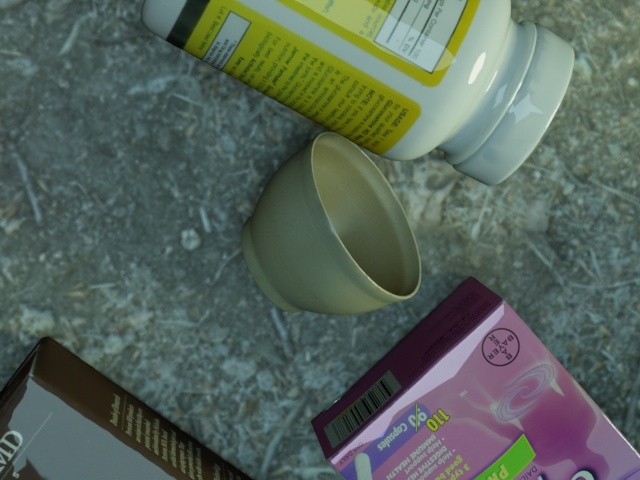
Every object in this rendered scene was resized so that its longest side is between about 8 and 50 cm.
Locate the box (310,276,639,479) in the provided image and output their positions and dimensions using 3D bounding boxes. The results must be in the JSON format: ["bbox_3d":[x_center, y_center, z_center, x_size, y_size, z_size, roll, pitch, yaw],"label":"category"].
[{"bbox_3d":[0.153,0.199,1.115,0.213,0.117,0.243,-42,102,0],"label":"box"}]

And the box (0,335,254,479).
[{"bbox_3d":[-0.154,0.279,1.078,0.381,0.143,0.191,36,93,-10],"label":"box"}]

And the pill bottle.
[{"bbox_3d":[0.035,-0.184,1.001,0.334,0.188,0.188,28,95,-11],"label":"pill bottle"}]

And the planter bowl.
[{"bbox_3d":[0.000,0.000,1.055,0.109,0.162,0.162,-29,103,26],"label":"planter bowl"}]
